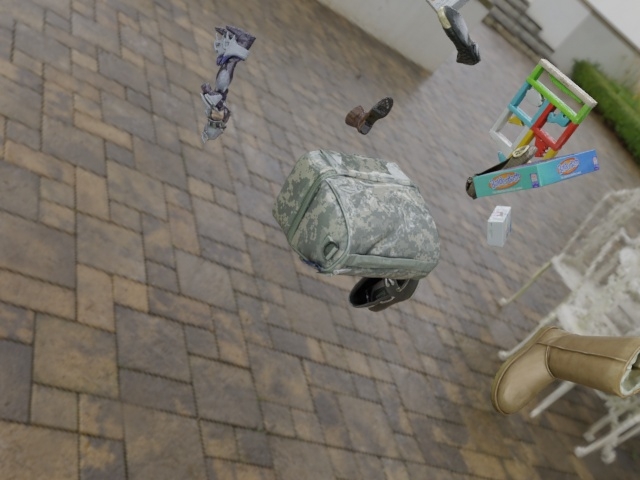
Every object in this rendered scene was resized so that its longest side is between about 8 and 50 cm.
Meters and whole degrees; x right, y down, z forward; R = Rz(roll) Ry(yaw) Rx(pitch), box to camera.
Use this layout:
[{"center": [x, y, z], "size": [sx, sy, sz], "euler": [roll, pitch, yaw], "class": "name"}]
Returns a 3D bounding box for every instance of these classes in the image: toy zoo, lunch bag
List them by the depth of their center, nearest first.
[{"center": [0.082, -0.031, 1.536], "size": [0.305, 0.212, 0.256], "euler": [6, 35, -39], "class": "lunch bag"}, {"center": [0.576, -0.309, 1.985], "size": [0.030, 0.293, 0.192], "euler": [-8, 49, -44], "class": "toy zoo"}]

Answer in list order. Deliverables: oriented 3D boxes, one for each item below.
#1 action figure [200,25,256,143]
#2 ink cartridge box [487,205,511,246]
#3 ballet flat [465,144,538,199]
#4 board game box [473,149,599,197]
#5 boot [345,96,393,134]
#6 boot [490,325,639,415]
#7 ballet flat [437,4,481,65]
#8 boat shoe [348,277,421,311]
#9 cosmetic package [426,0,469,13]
[{"center": [-0.245, -0.375, 1.809], "size": [0.099, 0.284, 0.185], "euler": [15, 4, -15], "class": "action figure"}, {"center": [0.563, -0.045, 2.328], "size": [0.052, 0.088, 0.122], "euler": [6, 29, 26], "class": "ink cartridge box"}, {"center": [0.452, -0.180, 1.882], "size": [0.058, 0.250, 0.084], "euler": [51, 56, 0], "class": "ballet flat"}, {"center": [0.444, -0.138, 1.521], "size": [0.210, 0.160, 0.047], "euler": [-17, 95, -38], "class": "board game box"}, {"center": [0.106, -0.290, 1.657], "size": [0.037, 0.106, 0.114], "euler": [43, 6, -24], "class": "boot"}, {"center": [0.478, 0.258, 1.415], "size": [0.089, 0.236, 0.269], "euler": [46, -17, -19], "class": "boot"}, {"center": [0.239, -0.355, 1.305], "size": [0.173, 0.049, 0.057], "euler": [32, 56, -56], "class": "ballet flat"}, {"center": [0.168, 0.117, 1.936], "size": [0.096, 0.335, 0.112], "euler": [-3, 69, -19], "class": "boat shoe"}, {"center": [0.436, -0.785, 2.243], "size": [0.099, 0.239, 0.060], "euler": [55, 13, 20], "class": "cosmetic package"}]
